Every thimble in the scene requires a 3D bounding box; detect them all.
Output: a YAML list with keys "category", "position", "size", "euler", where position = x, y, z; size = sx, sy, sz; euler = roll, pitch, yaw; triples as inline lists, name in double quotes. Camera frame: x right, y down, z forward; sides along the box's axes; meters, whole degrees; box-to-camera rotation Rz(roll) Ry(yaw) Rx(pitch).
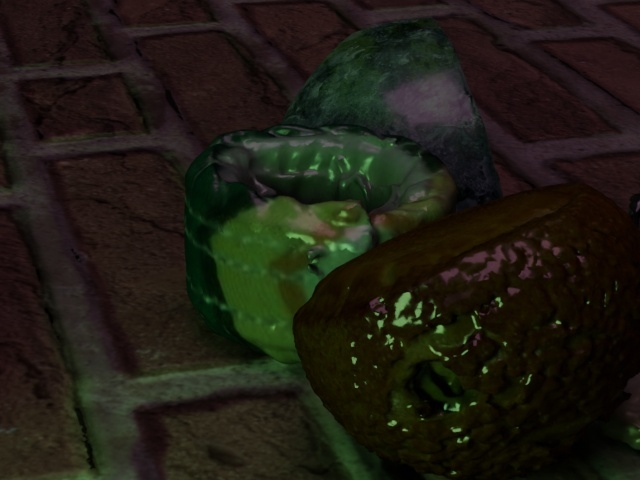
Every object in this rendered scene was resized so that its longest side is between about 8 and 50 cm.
- category: "thimble"
  position: [0.000, 0.000, 1.456]
  size: [0.254, 0.167, 0.288]
  euler: [-7, 24, -17]

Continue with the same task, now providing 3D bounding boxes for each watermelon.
- category: "watermelon"
  position: [0.066, -0.069, 1.703]
  size: [0.289, 0.214, 0.320]
  euler: [-30, 68, 6]

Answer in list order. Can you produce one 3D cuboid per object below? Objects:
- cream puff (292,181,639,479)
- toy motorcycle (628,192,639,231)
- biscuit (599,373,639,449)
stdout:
- category: "cream puff"
  position: [0.138, 0.078, 1.219]
  size: [0.303, 0.212, 0.303]
  euler: [-24, 4, 2]
- category: "toy motorcycle"
  position: [0.367, 0.010, 1.538]
  size: [0.129, 0.094, 0.229]
  euler: [9, 30, 14]
- category: "biscuit"
  position: [0.341, 0.123, 1.345]
  size: [0.265, 0.040, 0.188]
  euler: [-18, 32, -37]
